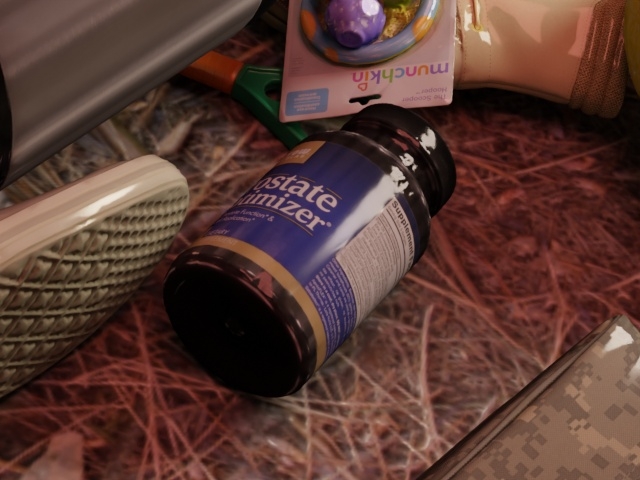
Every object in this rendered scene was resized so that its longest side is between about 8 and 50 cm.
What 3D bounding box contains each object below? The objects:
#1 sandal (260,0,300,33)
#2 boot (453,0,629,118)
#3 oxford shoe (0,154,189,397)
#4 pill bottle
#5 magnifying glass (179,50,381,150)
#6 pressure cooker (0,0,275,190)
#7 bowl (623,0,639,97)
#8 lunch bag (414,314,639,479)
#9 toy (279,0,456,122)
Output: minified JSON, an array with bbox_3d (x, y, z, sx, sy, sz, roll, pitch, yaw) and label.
[{"bbox_3d":[-0.097,-0.282,1.573,0.120,0.086,0.303,-24,74,-33],"label":"sandal"},{"bbox_3d":[0.161,-0.220,1.560,0.203,0.095,0.262,9,54,-3],"label":"boot"},{"bbox_3d":[-0.277,0.051,1.208,0.449,0.169,0.130,-32,62,-26],"label":"oxford shoe"},{"bbox_3d":[0.000,0.000,1.331,0.123,0.123,0.219,33,52,15],"label":"pill bottle"},{"bbox_3d":[-0.043,-0.116,1.483,0.231,0.026,0.092,24,51,5],"label":"magnifying glass"},{"bbox_3d":[-0.210,-0.263,1.337,0.420,0.375,0.370,-36,85,-29],"label":"pressure cooker"},{"bbox_3d":[0.343,-0.098,1.439,0.289,0.156,0.289,23,14,-6],"label":"bowl"},{"bbox_3d":[0.152,0.231,1.131,0.305,0.212,0.256,-37,83,-33],"label":"lunch bag"},{"bbox_3d":[0.034,-0.210,1.468,0.137,0.056,0.237,-5,58,18],"label":"toy"}]
